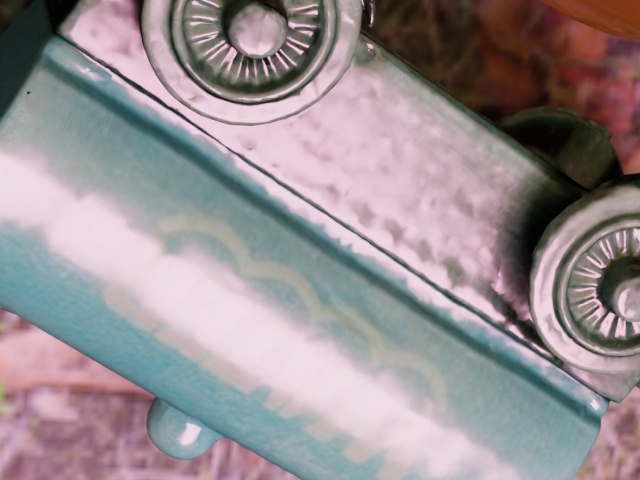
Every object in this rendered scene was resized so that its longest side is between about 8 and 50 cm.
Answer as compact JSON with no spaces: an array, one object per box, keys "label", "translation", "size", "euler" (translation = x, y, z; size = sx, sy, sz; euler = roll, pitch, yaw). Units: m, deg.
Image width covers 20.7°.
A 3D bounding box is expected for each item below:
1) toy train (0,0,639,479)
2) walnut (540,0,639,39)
[{"label":"toy train","translation":[0.000,0.000,0.505],"size":[0.248,0.101,0.159],"euler":[32,104,-22]},{"label":"walnut","translation":[0.113,-0.187,0.399],"size":[0.333,0.333,0.332],"euler":[-5,104,-19]}]
